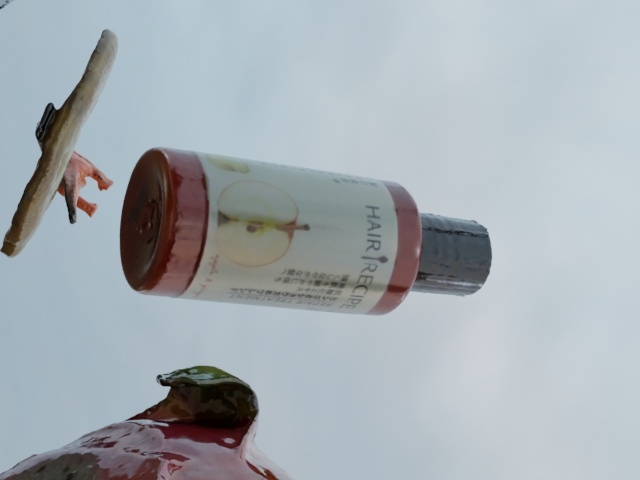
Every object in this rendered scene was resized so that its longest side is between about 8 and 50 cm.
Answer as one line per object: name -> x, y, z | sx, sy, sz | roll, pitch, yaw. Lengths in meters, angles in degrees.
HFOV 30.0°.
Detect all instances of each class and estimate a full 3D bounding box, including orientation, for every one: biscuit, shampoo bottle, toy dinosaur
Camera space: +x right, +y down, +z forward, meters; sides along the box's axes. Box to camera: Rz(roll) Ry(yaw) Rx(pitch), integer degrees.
biscuit -> -0.270, -0.101, 1.242 | 0.260, 0.041, 0.203 | -65, -172, -5
shampoo bottle -> 0.000, 0.000, 0.877 | 0.104, 0.278, 0.104 | -22, -115, 60
toy dinosaur -> -0.296, -0.083, 1.419 | 0.055, 0.101, 0.279 | -46, -157, 1

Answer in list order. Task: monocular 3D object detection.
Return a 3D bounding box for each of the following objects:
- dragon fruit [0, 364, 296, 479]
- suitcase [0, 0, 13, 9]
dragon fruit -> -0.112, 0.198, 0.601 | 0.291, 0.291, 0.189 | -7, -67, 61
suitcase -> -0.232, -0.157, 0.574 | 0.312, 0.202, 0.128 | 3, -66, 62
